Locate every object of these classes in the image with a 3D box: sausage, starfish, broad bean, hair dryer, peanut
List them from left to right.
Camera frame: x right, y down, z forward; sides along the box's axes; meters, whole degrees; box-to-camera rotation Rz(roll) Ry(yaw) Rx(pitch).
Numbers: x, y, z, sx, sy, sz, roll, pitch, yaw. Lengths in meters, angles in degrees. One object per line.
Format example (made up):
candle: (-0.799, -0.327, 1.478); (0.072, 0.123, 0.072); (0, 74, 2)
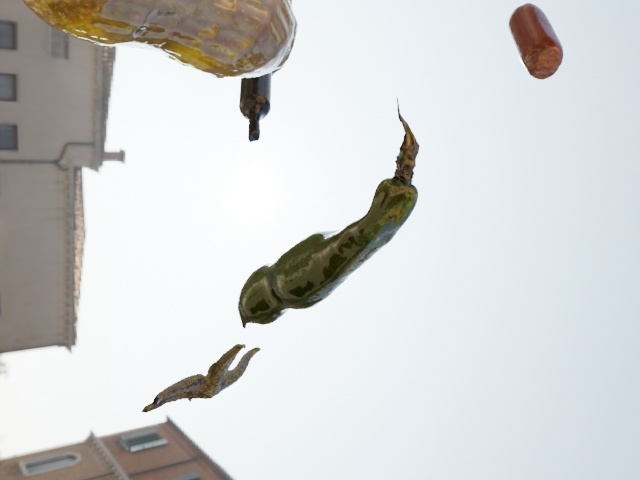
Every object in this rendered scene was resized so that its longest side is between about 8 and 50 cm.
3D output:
peanut: (-0.090, -0.153, 0.426); (0.087, 0.207, 0.087); (-2, -92, 38)
starfish: (-0.169, 0.211, 1.038); (0.050, 0.224, 0.216); (49, -48, 14)
hair dryer: (-0.076, -0.191, 0.789); (0.195, 0.078, 0.248); (99, -7, -54)
broad bean: (0.002, 0.009, 0.672); (0.318, 0.056, 0.098); (-47, -141, 36)
sausage: (0.320, -0.302, 1.021); (0.154, 0.062, 0.062); (-91, -157, -46)
